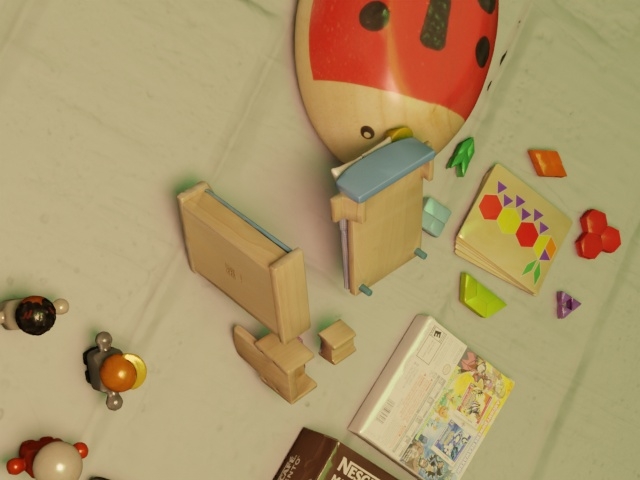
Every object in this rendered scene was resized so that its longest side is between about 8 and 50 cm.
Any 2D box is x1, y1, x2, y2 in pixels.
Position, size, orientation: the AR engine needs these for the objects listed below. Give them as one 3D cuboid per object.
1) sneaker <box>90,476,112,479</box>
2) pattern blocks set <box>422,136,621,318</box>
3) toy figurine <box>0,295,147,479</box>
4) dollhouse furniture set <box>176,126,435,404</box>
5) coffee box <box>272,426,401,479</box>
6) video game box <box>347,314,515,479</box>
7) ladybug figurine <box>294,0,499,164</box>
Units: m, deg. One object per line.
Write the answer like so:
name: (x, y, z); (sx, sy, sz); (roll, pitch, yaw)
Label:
sneaker: (-0.220, 0.408, 1.549); (0.227, 0.087, 0.130); (27, 80, -19)
pattern blocks set: (0.299, -0.012, 1.824); (0.325, 0.026, 0.285); (43, 73, -19)
toy figurine: (-0.346, 0.179, 1.455); (0.213, 0.148, 0.209); (42, 74, -19)
dollhouse furniture set: (0.000, 0.000, 1.610); (0.303, 0.198, 0.286); (-33, 140, -27)
coffee box: (0.070, 0.411, 1.663); (0.297, 0.119, 0.168); (36, 76, -21)
video game box: (0.167, 0.244, 1.750); (0.187, 0.048, 0.205); (38, 75, -18)
ladybug figurine: (0.126, -0.315, 1.670); (0.305, 0.162, 0.449); (10, 85, -24)
